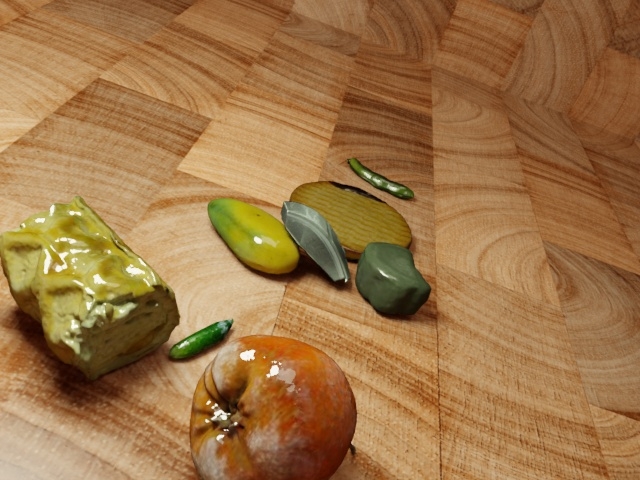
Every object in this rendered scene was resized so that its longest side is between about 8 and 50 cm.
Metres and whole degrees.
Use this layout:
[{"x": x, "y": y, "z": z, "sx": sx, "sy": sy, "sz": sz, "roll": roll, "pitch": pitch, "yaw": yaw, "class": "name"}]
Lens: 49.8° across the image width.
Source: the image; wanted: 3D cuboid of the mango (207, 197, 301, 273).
[{"x": -0.137, "y": -0.015, "z": 1.454, "sx": 0.137, "sy": 0.091, "sz": 0.237, "roll": -2, "pitch": 40, "yaw": -45, "class": "mango"}]

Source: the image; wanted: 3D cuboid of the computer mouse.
[{"x": 0.002, "y": -0.002, "z": 1.454, "sx": 0.231, "sy": 0.071, "sz": 0.126, "roll": 48, "pitch": 8, "yaw": -18, "class": "computer mouse"}]

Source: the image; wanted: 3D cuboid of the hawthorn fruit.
[{"x": -0.061, "y": 0.239, "z": 0.976, "sx": 0.231, "sy": 0.235, "sz": 0.263, "roll": 34, "pitch": 35, "yaw": 15, "class": "hawthorn fruit"}]

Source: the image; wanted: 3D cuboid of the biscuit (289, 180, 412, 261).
[{"x": 0.073, "y": -0.048, "z": 1.677, "sx": 0.318, "sy": 0.040, "sz": 0.317, "roll": 15, "pitch": 31, "yaw": -9, "class": "biscuit"}]

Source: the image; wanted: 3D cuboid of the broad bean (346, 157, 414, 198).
[{"x": 0.159, "y": -0.174, "z": 1.921, "sx": 0.227, "sy": 0.039, "sz": 0.069, "roll": 34, "pitch": 28, "yaw": 20, "class": "broad bean"}]

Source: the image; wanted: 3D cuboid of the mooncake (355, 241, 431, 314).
[{"x": 0.156, "y": 0.081, "z": 1.474, "sx": 0.169, "sy": 0.104, "sz": 0.175, "roll": 24, "pitch": 29, "yaw": 10, "class": "mooncake"}]

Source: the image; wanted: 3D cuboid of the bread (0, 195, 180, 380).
[{"x": -0.366, "y": 0.072, "z": 1.087, "sx": 0.252, "sy": 0.196, "sz": 0.239, "roll": 37, "pitch": 36, "yaw": 18, "class": "bread"}]

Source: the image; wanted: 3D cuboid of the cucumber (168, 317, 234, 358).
[{"x": -0.197, "y": 0.167, "z": 1.191, "sx": 0.037, "sy": 0.037, "sz": 0.155, "roll": 36, "pitch": 35, "yaw": 22, "class": "cucumber"}]
